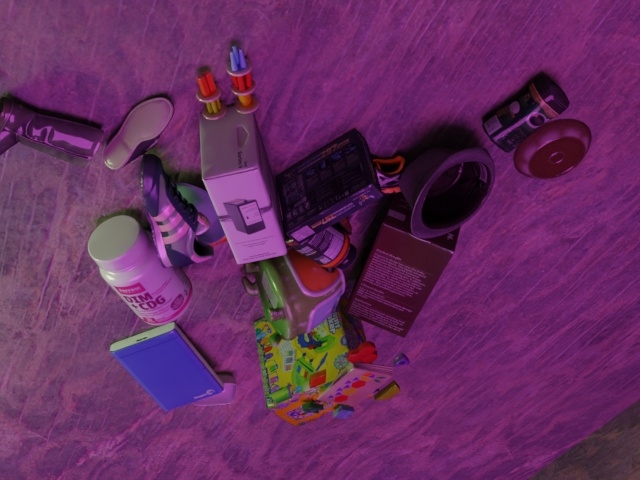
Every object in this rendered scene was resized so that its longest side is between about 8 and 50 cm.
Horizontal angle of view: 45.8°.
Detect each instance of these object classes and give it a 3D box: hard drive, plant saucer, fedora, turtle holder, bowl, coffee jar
[{"bbox_3d":[-0.456,0.387,2.284,0.210,0.040,0.318,-20,131,10],"label":"hard drive"},{"bbox_3d":[0.581,-0.215,1.878,0.199,0.036,0.198,-8,142,-6],"label":"plant saucer"},{"bbox_3d":[0.282,-0.134,1.789,0.275,0.124,0.243,-18,135,-31],"label":"fedora"},{"bbox_3d":[-0.058,0.148,1.987,0.227,0.243,0.320,-21,131,-16],"label":"turtle holder"},{"bbox_3d":[-0.347,0.481,2.462,0.142,0.053,0.142,-1,140,-15],"label":"bowl"},{"bbox_3d":[-0.301,-0.071,1.779,0.195,0.037,0.195,11,136,10],"label":"plant saucer"},{"bbox_3d":[0.467,-0.288,1.721,0.096,0.079,0.184,28,127,-36],"label":"coffee jar"}]

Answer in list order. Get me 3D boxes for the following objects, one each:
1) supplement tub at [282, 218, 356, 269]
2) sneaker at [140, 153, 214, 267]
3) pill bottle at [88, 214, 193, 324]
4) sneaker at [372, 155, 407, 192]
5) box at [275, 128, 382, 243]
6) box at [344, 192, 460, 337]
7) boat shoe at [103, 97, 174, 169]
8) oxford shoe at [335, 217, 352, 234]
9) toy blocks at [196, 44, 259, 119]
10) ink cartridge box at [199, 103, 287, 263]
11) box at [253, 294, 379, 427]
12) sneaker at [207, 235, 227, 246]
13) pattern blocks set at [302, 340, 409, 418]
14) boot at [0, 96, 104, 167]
[{"bbox_3d":[0.000,0.000,1.837,0.106,0.106,0.198,-34,134,25],"label":"supplement tub"},{"bbox_3d":[-0.319,-0.069,1.702,0.131,0.112,0.319,-4,137,1],"label":"sneaker"},{"bbox_3d":[-0.438,0.074,1.853,0.160,0.160,0.283,-18,141,7],"label":"pill bottle"},{"bbox_3d":[0.109,-0.153,1.794,0.215,0.084,0.083,-14,143,-15],"label":"sneaker"},{"bbox_3d":[0.014,-0.123,1.717,0.233,0.183,0.059,-29,139,19],"label":"box"},{"bbox_3d":[0.210,0.072,1.999,0.191,0.143,0.381,23,138,2],"label":"box"},{"bbox_3d":[-0.375,-0.229,1.598,0.206,0.075,0.065,-40,177,23],"label":"boat shoe"},{"bbox_3d":[0.041,-0.071,1.884,0.076,0.076,0.212,17,165,23],"label":"oxford shoe"},{"bbox_3d":[-0.193,-0.320,1.524,0.123,0.054,0.148,-11,141,-3],"label":"toy blocks"},{"bbox_3d":[-0.167,-0.122,1.650,0.121,0.211,0.289,-12,140,2],"label":"ink cartridge box"},{"bbox_3d":[-0.015,0.335,2.183,0.279,0.290,0.177,-25,139,16],"label":"box"},{"bbox_3d":[-0.241,-0.014,1.881,0.175,0.064,0.067,-19,151,13],"label":"sneaker"},{"bbox_3d":[0.094,0.380,2.016,0.285,0.026,0.325,26,127,-38],"label":"pattern blocks set"},{"bbox_3d":[-0.581,-0.197,1.568,0.208,0.076,0.189,16,136,-40],"label":"boot"}]
